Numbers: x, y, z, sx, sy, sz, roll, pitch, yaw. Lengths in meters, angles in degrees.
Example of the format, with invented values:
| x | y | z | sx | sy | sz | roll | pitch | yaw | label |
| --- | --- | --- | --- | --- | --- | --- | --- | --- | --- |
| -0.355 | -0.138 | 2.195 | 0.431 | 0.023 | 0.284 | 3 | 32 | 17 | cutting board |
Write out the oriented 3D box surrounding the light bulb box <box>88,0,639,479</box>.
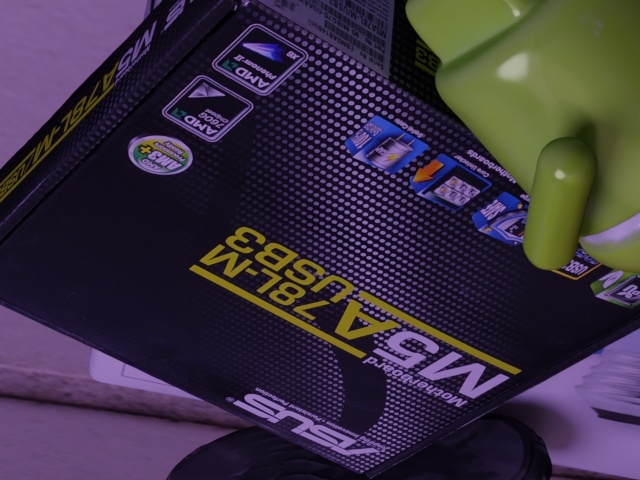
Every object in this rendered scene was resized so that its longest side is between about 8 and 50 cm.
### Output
| x | y | z | sx | sy | sz | roll | pitch | yaw | label |
| --- | --- | --- | --- | --- | --- | --- | --- | --- | --- |
| 0.114 | -0.094 | 0.592 | 0.358 | 0.225 | 0.361 | 10 | 143 | -8 | light bulb box |

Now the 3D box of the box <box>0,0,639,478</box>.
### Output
| x | y | z | sx | sy | sz | roll | pitch | yaw | label |
| --- | --- | --- | --- | --- | --- | --- | --- | --- | --- |
| 0.000 | 0.000 | 0.505 | 0.190 | 0.045 | 0.184 | 29 | 136 | -25 | box |

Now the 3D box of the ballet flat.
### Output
| x | y | z | sx | sy | sz | roll | pitch | yaw | label |
| --- | --- | --- | --- | --- | --- | --- | --- | --- | --- |
| 0.013 | 0.107 | 0.640 | 0.173 | 0.057 | 0.049 | -7 | 149 | 20 | ballet flat |

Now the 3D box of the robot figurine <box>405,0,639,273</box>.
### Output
| x | y | z | sx | sy | sz | roll | pitch | yaw | label |
| --- | --- | --- | --- | --- | --- | --- | --- | --- | --- |
| 0.078 | -0.039 | 0.411 | 0.115 | 0.101 | 0.067 | 46 | 147 | -12 | robot figurine |
